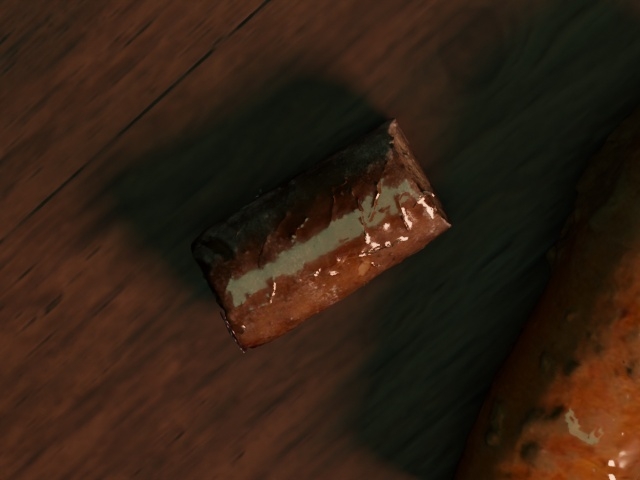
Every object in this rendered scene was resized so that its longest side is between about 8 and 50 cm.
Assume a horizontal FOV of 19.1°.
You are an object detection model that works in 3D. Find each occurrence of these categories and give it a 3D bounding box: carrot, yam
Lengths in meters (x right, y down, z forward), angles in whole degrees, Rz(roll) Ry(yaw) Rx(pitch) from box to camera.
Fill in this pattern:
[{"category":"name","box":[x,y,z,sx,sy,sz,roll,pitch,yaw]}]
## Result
[{"category":"carrot","box":[0.176,0.057,1.052,0.138,0.139,0.302,23,102,-4]},{"category":"yam","box":[-0.001,-0.002,1.068,0.141,0.079,0.079,-30,100,5]}]
